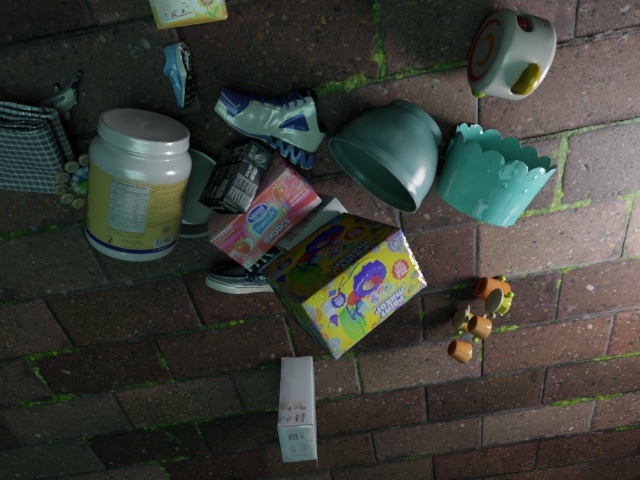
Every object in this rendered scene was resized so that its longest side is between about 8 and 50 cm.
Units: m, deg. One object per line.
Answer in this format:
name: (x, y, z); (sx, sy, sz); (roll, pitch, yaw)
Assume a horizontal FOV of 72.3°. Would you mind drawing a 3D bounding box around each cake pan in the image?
cake pan: (-0.401, -0.146, 1.295); (0.292, 0.054, 0.294); (-1, 122, -2)

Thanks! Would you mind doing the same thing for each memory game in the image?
memory game: (-0.643, -0.165, 1.222); (0.012, 0.186, 0.186); (42, 120, 23)

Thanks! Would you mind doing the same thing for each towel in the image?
towel: (-0.805, -0.237, 1.136); (0.283, 0.122, 0.235); (4, 144, -6)

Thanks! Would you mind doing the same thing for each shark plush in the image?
shark plush: (-0.680, -0.380, 1.141); (0.161, 0.073, 0.067); (-42, 83, 27)

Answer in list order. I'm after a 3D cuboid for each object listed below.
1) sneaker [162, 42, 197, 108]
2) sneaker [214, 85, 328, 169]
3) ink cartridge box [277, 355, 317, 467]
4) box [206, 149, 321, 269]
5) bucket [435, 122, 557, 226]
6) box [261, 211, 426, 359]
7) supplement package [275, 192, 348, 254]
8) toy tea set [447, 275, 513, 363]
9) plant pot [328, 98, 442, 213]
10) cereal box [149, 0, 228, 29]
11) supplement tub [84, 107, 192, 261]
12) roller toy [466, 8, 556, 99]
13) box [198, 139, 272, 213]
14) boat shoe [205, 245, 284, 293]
sneaker: (-0.369, -0.424, 1.133); (0.073, 0.063, 0.162); (9, 118, 13)
sneaker: (-0.106, -0.342, 1.158); (0.315, 0.128, 0.182); (27, 113, -25)
ink cartridge box: (-0.082, 0.646, 1.645); (0.129, 0.310, 0.272); (-4, 121, 0)
box: (-0.167, -0.088, 1.250); (0.300, 0.142, 0.154); (-41, 124, 9)
bucket: (0.461, -0.180, 1.193); (0.280, 0.281, 0.183); (14, 121, -11)
box: (0.050, 0.095, 1.104); (0.289, 0.279, 0.177); (-36, 114, -16)
supplement package: (0.000, 0.000, 1.302); (0.203, 0.149, 0.194); (-47, 116, -10)
toy tea set: (0.565, 0.281, 1.517); (0.124, 0.200, 0.336); (24, 118, -7)
plant pot: (0.194, -0.239, 1.156); (0.293, 0.293, 0.196); (41, 85, -24)
cereal box: (-0.324, -0.628, 1.005); (0.172, 0.047, 0.241); (-7, 121, 2)
supplement tub: (-0.464, -0.140, 1.123); (0.240, 0.241, 0.332); (14, 119, -11)
roller toy: (0.464, -0.447, 1.065); (0.146, 0.209, 0.191); (9, 101, -9)
box: (-0.230, -0.166, 1.180); (0.077, 0.180, 0.147); (33, 160, -37)
boat shoe: (-0.195, 0.078, 1.415); (0.339, 0.127, 0.158); (3, 115, -13)
